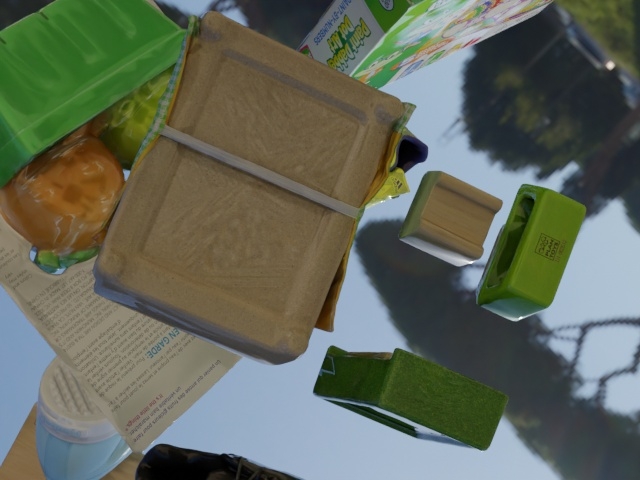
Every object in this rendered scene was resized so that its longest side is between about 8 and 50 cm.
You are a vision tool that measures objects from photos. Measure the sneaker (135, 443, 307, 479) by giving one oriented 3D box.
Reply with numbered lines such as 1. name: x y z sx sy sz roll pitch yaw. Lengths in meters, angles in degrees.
1. sneaker: -0.027 0.218 0.950 0.130 0.286 0.109 52 -126 -42

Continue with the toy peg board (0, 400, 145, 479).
1. toy peg board: -0.292 0.296 1.527 0.161 0.161 0.079 26 171 5

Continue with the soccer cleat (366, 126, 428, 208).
1. soccer cleat: 0.060 -0.081 1.848 0.121 0.093 0.289 24 -137 17

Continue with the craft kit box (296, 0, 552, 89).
1. craft kit box: 0.115 -0.199 1.005 0.061 0.250 0.246 60 160 6

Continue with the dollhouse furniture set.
1. dollhouse furniture set: 0.000 0.000 0.917 0.301 0.197 0.151 24 171 -12

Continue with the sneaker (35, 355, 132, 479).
1. sneaker: -0.214 0.149 1.489 0.135 0.150 0.366 28 -146 15

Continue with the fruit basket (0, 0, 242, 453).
1. fruit basket: -0.173 -0.039 1.162 0.353 0.165 0.327 56 -133 -10
